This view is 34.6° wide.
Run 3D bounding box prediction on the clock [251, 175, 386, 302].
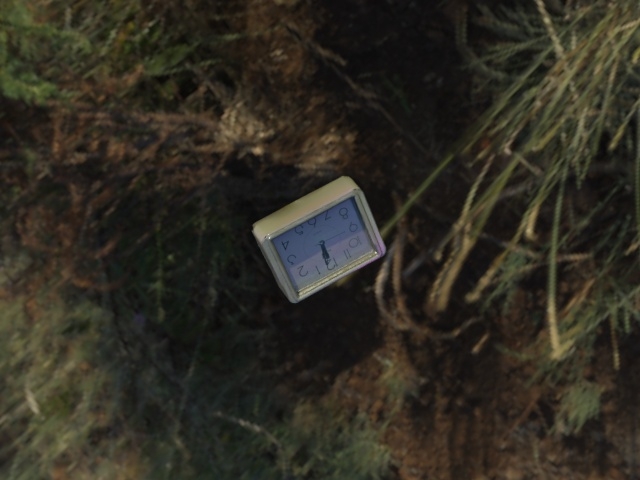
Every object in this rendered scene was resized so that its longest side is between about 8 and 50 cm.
[{"bbox_3d":[0.000,0.000,1.729,0.147,0.192,0.071,66,172,-30],"label":"clock"}]
